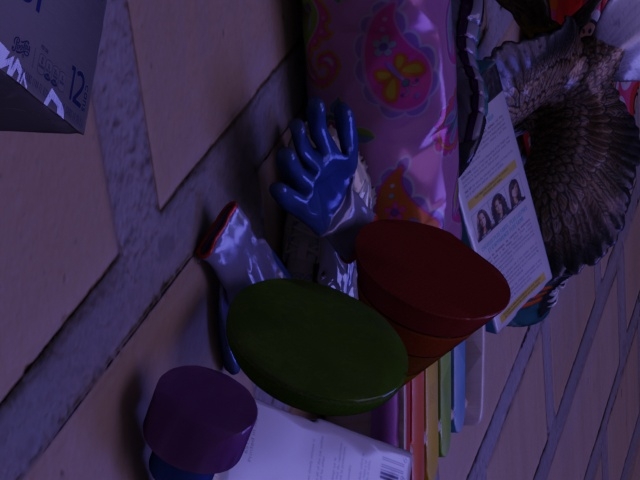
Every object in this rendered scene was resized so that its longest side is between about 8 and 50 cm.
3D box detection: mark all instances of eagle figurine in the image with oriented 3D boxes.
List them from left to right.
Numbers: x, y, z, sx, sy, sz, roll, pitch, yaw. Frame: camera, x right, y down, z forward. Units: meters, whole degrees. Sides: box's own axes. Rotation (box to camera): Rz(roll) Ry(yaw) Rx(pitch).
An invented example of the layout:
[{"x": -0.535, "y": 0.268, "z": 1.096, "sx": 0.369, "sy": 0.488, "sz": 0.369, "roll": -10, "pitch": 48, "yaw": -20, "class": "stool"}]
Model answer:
[{"x": 0.224, "y": -0.128, "z": 1.952, "sx": 0.298, "sy": 0.226, "sz": 0.225, "roll": -73, "pitch": 178, "yaw": -52, "class": "eagle figurine"}]

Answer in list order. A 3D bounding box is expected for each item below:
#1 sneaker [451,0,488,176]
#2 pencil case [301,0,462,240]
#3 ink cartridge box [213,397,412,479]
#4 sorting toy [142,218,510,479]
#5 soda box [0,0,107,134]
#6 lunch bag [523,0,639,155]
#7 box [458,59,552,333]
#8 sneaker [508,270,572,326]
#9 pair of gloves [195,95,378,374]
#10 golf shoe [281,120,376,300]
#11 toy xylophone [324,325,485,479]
[{"x": 0.083, "y": -0.146, "z": 1.631, "sx": 0.083, "sy": 0.098, "sz": 0.224, "roll": -52, "pitch": -154, "yaw": 44, "class": "sneaker"}, {"x": 0.045, "y": -0.118, "z": 1.488, "sx": 0.124, "sy": 0.124, "sz": 0.284, "roll": -59, "pitch": 146, "yaw": -57, "class": "pencil case"}, {"x": -0.036, "y": 0.262, "z": 1.380, "sx": 0.239, "sy": 0.060, "sz": 0.275, "roll": 25, "pitch": 66, "yaw": -46, "class": "ink cartridge box"}, {"x": -0.005, "y": 0.103, "z": 1.324, "sx": 0.365, "sy": 0.127, "sz": 0.126, "roll": -29, "pitch": 147, "yaw": -51, "class": "sorting toy"}, {"x": -0.185, "y": -0.129, "z": 0.771, "sx": 0.286, "sy": 0.098, "sz": 0.091, "roll": 43, "pitch": 53, "yaw": -67, "class": "soda box"}, {"x": 0.319, "y": -0.226, "z": 2.344, "sx": 0.258, "sy": 0.120, "sz": 0.293, "roll": 33, "pitch": 62, "yaw": -70, "class": "lunch bag"}, {"x": 0.142, "y": -0.041, "z": 1.788, "sx": 0.100, "sy": 0.060, "sz": 0.244, "roll": -41, "pitch": 126, "yaw": -35, "class": "box"}, {"x": 0.242, "y": 0.023, "z": 2.129, "sx": 0.302, "sy": 0.121, "sz": 0.108, "roll": 56, "pitch": 40, "yaw": -63, "class": "sneaker"}, {"x": -0.020, "y": 0.001, "z": 1.355, "sx": 0.198, "sy": 0.023, "sz": 0.159, "roll": -57, "pitch": 144, "yaw": -23, "class": "pair of gloves"}, {"x": 0.000, "y": 0.000, "z": 1.447, "sx": 0.086, "sy": 0.069, "sz": 0.176, "roll": -52, "pitch": 140, "yaw": -53, "class": "golf shoe"}, {"x": 0.071, "y": 0.103, "z": 1.657, "sx": 0.322, "sy": 0.081, "sz": 0.236, "roll": -41, "pitch": 130, "yaw": -67, "class": "toy xylophone"}]
